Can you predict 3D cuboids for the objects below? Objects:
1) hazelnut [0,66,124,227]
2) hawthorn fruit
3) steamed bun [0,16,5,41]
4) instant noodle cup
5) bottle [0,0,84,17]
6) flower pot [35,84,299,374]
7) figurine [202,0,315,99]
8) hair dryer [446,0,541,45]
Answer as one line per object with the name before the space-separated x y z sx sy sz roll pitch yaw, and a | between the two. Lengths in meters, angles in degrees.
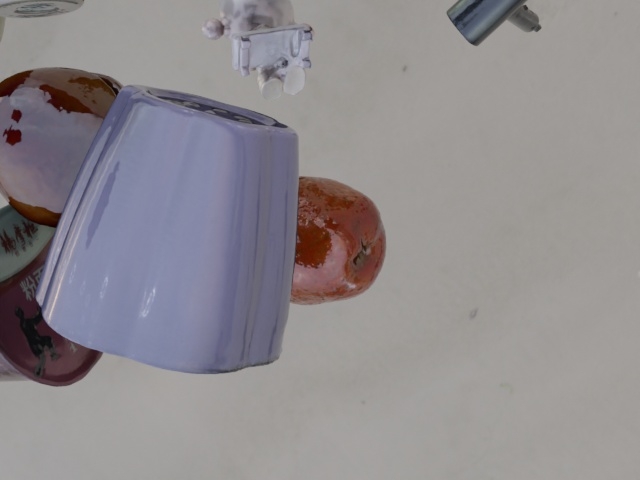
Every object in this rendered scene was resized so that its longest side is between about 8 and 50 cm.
hazelnut | -0.284 -0.110 1.073 0.208 0.208 0.208 14 126 21
hawthorn fruit | 0.000 0.000 1.214 0.189 0.189 0.189 14 126 21
steamed bun | -0.535 -0.349 1.172 0.275 0.206 0.320 12 164 -8
instant noodle cup | -0.405 0.081 1.165 0.178 0.235 0.235 -15 112 26
bottle | -0.289 -0.334 0.912 0.110 0.097 0.209 -7 95 -11
flower pot | -0.135 -0.022 0.949 0.265 0.265 0.243 21 101 16
figurine | -0.109 -0.371 1.586 0.181 0.257 0.145 -24 137 -2
hair dryer | 0.343 -0.403 1.543 0.195 0.248 0.078 -40 70 24
